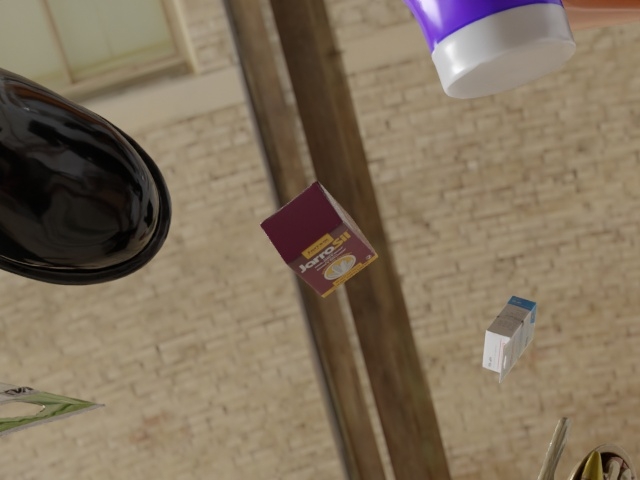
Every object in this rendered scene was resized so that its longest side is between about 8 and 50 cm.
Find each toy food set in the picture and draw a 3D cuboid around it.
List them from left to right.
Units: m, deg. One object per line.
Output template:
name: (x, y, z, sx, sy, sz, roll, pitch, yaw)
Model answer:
toy food set: (0.242, 0.238, 1.347, 0.038, 0.192, 0.132, 5, -115, 41)

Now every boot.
boot: (-0.231, -0.070, 1.017, 0.131, 0.348, 0.260, -66, -162, -8)

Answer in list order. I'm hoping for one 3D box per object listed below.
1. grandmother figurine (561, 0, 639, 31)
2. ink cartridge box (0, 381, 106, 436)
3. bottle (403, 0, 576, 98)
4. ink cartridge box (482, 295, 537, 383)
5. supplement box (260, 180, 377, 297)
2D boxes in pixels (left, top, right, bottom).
grandmother figurine: (0.236, -0.169, 0.994, 0.342, 0.104, 0.208, 0, -158, -18)
ink cartridge box: (-0.316, 0.150, 1.181, 0.255, 0.097, 0.189, 9, -177, 16)
bottle: (0.050, -0.211, 0.785, 0.118, 0.283, 0.092, -12, 167, -18)
ink cartridge box: (0.185, 0.098, 1.590, 0.028, 0.048, 0.083, 18, -142, 23)
supplement box: (0.000, 0.000, 1.188, 0.055, 0.083, 0.043, -37, -118, 6)
